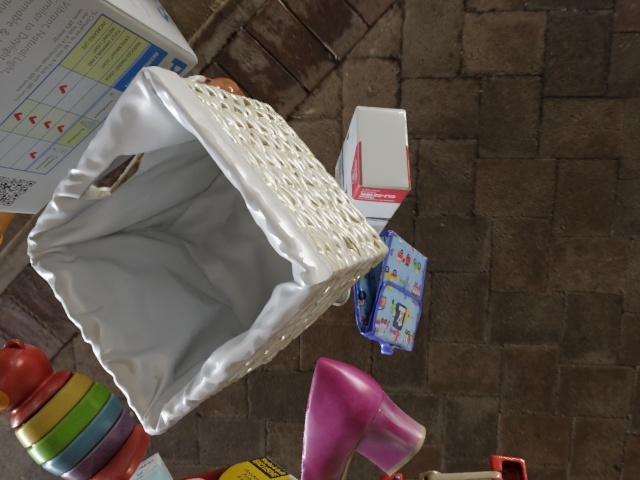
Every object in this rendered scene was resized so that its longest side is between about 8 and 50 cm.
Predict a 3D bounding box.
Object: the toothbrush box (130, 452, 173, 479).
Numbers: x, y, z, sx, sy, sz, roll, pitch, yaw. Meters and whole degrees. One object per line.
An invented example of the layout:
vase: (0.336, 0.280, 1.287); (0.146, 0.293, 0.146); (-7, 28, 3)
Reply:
toothbrush box: (-0.324, 0.594, 1.023); (0.126, 0.295, 0.216); (-28, 99, -16)

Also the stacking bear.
stacking bear: (-0.448, 0.295, 0.876); (0.175, 0.164, 0.289); (-36, 104, 22)

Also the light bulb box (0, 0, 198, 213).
light bulb box: (-0.408, -0.225, 0.578); (0.358, 0.361, 0.225); (-37, 79, 15)

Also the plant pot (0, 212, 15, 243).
plant pot: (-0.859, -0.082, 1.288); (0.188, 0.205, 0.205); (-40, 98, 5)

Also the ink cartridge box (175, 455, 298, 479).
ink cartridge box: (-0.069, 0.440, 0.754); (0.272, 0.310, 0.129); (-2, 89, -32)

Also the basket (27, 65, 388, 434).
basket: (-0.146, 0.007, 0.704); (0.328, 0.266, 0.331); (-45, 77, 23)

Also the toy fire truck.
toy fire truck: (0.165, 0.326, 0.675); (0.192, 0.047, 0.135); (-3, 139, 11)

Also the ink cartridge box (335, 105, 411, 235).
ink cartridge box: (0.110, -0.145, 1.184); (0.114, 0.273, 0.196); (3, 69, -7)

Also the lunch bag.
lunch bag: (0.174, 0.152, 1.360); (0.138, 0.221, 0.292); (-8, 65, 33)

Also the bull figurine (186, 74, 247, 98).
bull figurine: (-0.179, -0.234, 1.064); (0.310, 0.189, 0.101); (52, 127, 28)

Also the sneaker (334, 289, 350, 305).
sneaker: (-0.003, 0.035, 0.982); (0.088, 0.092, 0.225); (-24, 113, 2)

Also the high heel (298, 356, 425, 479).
high heel: (-0.021, 0.217, 0.494); (0.117, 0.082, 0.244); (39, 117, -3)

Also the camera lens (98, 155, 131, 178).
camera lens: (-0.498, -0.256, 0.986); (0.220, 0.219, 0.274); (-34, 100, 9)
